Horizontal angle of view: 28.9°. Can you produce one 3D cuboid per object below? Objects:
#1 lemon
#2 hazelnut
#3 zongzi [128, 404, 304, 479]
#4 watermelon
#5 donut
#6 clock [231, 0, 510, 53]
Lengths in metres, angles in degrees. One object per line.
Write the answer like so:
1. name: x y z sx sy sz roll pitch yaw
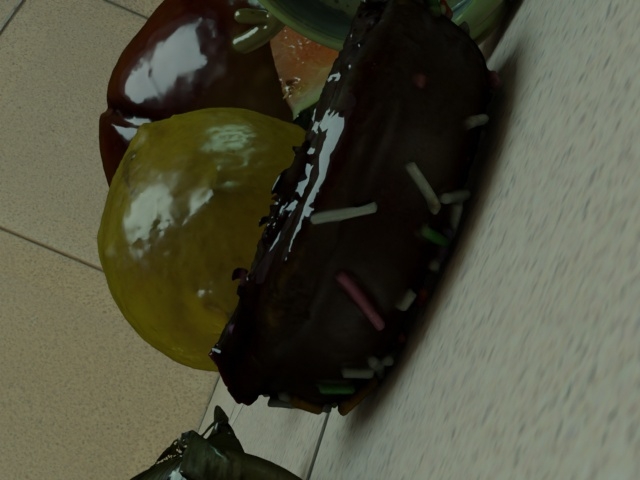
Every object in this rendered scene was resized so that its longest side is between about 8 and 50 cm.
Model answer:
1. lemon: -0.084 -0.002 1.117 0.234 0.233 0.288 -66 21 19
2. hazelnut: -0.084 -0.133 1.437 0.372 0.315 0.372 -31 54 57
3. zongzi: -0.052 0.142 0.708 0.260 0.123 0.289 -58 5 42
4. watermelon: 0.046 -0.226 1.253 0.128 0.159 0.303 -50 32 37
5. donut: 0.020 -0.019 0.741 0.270 0.103 0.270 -157 90 -89
6. clock: 0.034 -0.226 0.822 0.096 0.235 0.308 -61 -4 -45
